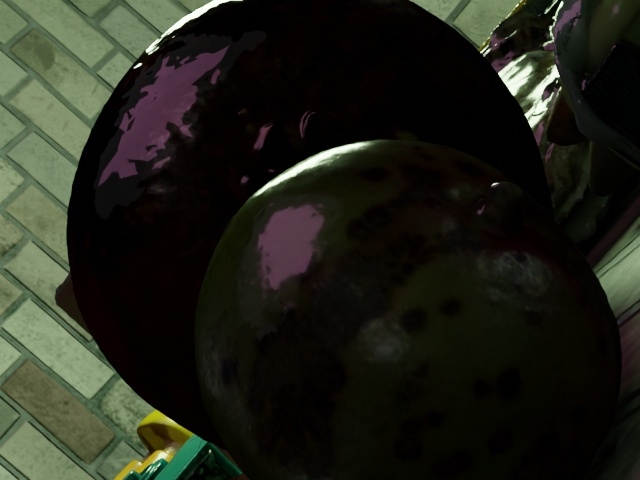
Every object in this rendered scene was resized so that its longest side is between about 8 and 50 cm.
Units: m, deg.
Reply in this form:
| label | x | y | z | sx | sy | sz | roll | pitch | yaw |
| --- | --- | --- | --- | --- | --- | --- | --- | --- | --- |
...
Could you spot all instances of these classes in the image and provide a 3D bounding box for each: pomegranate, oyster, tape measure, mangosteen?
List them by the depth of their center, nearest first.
| label | x | y | z | sx | sy | sz | roll | pitch | yaw |
| --- | --- | --- | --- | --- | --- | --- | --- | --- | --- |
| pomegranate | 0.017 | 0.052 | 0.558 | 0.169 | 0.148 | 0.148 | -60 | -1 | 7 |
| tape measure | 0.167 | -0.105 | 0.678 | 0.175 | 0.106 | 0.200 | -56 | -9 | 36 |
| mangosteen | 0.000 | 0.000 | 0.851 | 0.235 | 0.235 | 0.261 | -49 | -9 | -9 |
| oyster | 0.130 | -0.046 | 1.004 | 0.268 | 0.112 | 0.198 | -42 | 21 | -2 |

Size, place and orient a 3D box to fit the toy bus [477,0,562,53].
| label | x | y | z | sx | sy | sz | roll | pitch | yaw |
| --- | --- | --- | --- | --- | --- | --- | --- | --- | --- |
| toy bus | 0.225 | -0.180 | 1.441 | 0.123 | 0.121 | 0.335 | -39 | -6 | -35 |

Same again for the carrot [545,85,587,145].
| label | x | y | z | sx | sy | sz | roll | pitch | yaw |
| --- | --- | --- | --- | --- | --- | --- | --- | --- | --- |
| carrot | 0.144 | -0.122 | 0.783 | 0.047 | 0.047 | 0.191 | -50 | -21 | -52 |

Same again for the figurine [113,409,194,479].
| label | x | y | z | sx | sy | sz | roll | pitch | yaw |
| --- | --- | --- | --- | --- | --- | --- | --- | --- | --- |
| figurine | -0.083 | 0.137 | 1.776 | 0.215 | 0.187 | 0.343 | -7 | 41 | 53 |

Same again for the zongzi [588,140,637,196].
| label | x | y | z | sx | sy | sz | roll | pitch | yaw |
| --- | --- | --- | --- | --- | --- | --- | --- | --- | --- |
| zongzi | 0.232 | -0.169 | 0.885 | 0.251 | 0.125 | 0.274 | -35 | -30 | -54 |

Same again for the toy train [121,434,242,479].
| label | x | y | z | sx | sy | sz | roll | pitch | yaw |
| --- | --- | --- | --- | --- | --- | --- | --- | --- | --- |
| toy train | -0.117 | 0.232 | 1.296 | 0.198 | 0.107 | 0.154 | -49 | 7 | -32 |

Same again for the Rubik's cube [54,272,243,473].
| label | x | y | z | sx | sy | sz | roll | pitch | yaw |
| --- | --- | --- | --- | --- | --- | --- | --- | --- | --- |
| Rubik's cube | -0.003 | 0.002 | 1.174 | 0.231 | 0.224 | 0.221 | -48 | 0 | -42 |
